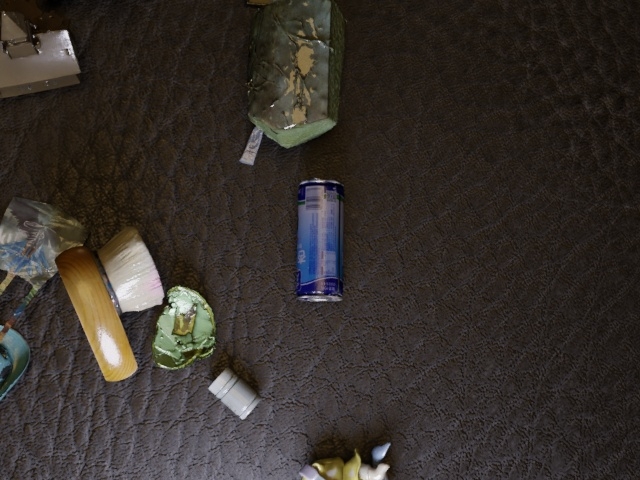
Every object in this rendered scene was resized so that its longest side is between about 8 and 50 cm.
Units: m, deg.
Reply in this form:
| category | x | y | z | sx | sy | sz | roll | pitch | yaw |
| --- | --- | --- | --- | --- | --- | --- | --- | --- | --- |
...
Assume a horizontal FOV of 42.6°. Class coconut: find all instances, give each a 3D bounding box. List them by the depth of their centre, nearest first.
| category | x | y | z | sx | sy | sz | roll | pitch | yaw |
| --- | --- | --- | --- | --- | --- | --- | --- | --- | --- |
| coconut | -0.263 | 0.178 | 1.589 | 0.133 | 0.055 | 0.158 | 29 | 81 | -5 |

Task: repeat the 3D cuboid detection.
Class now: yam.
| category | x | y | z | sx | sy | sz | roll | pitch | yaw |
| --- | --- | --- | --- | --- | --- | --- | --- | --- | --- |
| yam | -0.051 | -0.329 | 1.628 | 0.201 | 0.202 | 0.271 | -6 | 82 | 13 |

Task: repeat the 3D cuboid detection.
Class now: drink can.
| category | x | y | z | sx | sy | sz | roll | pitch | yaw |
| --- | --- | --- | --- | --- | --- | --- | --- | --- | --- |
| drink can | 0.000 | 0.000 | 1.623 | 0.097 | 0.097 | 0.235 | 1 | 81 | -5 |

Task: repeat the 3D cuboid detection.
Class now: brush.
| category | x | y | z | sx | sy | sz | roll | pitch | yaw |
| --- | --- | --- | --- | --- | --- | --- | --- | --- | --- |
| brush | -0.376 | 0.118 | 1.540 | 0.166 | 0.174 | 0.266 | -21 | 92 | -18 |

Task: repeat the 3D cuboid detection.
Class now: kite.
| category | x | y | z | sx | sy | sz | roll | pitch | yaw |
| --- | --- | --- | --- | --- | --- | --- | --- | --- | --- |
| kite | -0.573 | 0.063 | 1.566 | 0.169 | 0.015 | 0.310 | 21 | 67 | -1 |

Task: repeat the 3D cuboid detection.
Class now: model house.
| category | x | y | z | sx | sy | sz | roll | pitch | yaw |
| --- | --- | --- | --- | --- | --- | --- | --- | --- | --- |
| model house | -0.567 | -0.398 | 1.554 | 0.181 | 0.248 | 0.176 | -12 | 82 | -8 |

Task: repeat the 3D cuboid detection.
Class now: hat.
| category | x | y | z | sx | sy | sz | roll | pitch | yaw |
| --- | --- | --- | --- | --- | --- | --- | --- | --- | --- |
| hat | -0.639 | 0.242 | 1.531 | 0.138 | 0.078 | 0.191 | 41 | 80 | 5 |

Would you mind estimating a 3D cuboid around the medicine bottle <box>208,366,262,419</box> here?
| category | x | y | z | sx | sy | sz | roll | pitch | yaw |
| --- | --- | --- | --- | --- | --- | --- | --- | --- | --- |
| medicine bottle | -0.164 | 0.293 | 1.578 | 0.091 | 0.058 | 0.058 | 42 | 80 | 2 |

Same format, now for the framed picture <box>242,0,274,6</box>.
| category | x | y | z | sx | sy | sz | roll | pitch | yaw |
| --- | --- | --- | --- | --- | --- | --- | --- | --- | --- |
| framed picture | -0.063 | -0.581 | 1.751 | 0.199 | 0.010 | 0.195 | 4 | 81 | -5 |

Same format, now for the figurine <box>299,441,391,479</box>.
| category | x | y | z | sx | sy | sz | roll | pitch | yaw |
| --- | --- | --- | --- | --- | --- | --- | --- | --- | --- |
| figurine | 0.055 | 0.460 | 1.545 | 0.184 | 0.128 | 0.208 | 37 | 71 | 4 |

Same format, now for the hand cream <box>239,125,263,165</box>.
| category | x | y | z | sx | sy | sz | roll | pitch | yaw |
| --- | --- | --- | --- | --- | --- | --- | --- | --- | --- |
| hand cream | -0.137 | -0.200 | 1.680 | 0.030 | 0.019 | 0.093 | 20 | 82 | -1 |
